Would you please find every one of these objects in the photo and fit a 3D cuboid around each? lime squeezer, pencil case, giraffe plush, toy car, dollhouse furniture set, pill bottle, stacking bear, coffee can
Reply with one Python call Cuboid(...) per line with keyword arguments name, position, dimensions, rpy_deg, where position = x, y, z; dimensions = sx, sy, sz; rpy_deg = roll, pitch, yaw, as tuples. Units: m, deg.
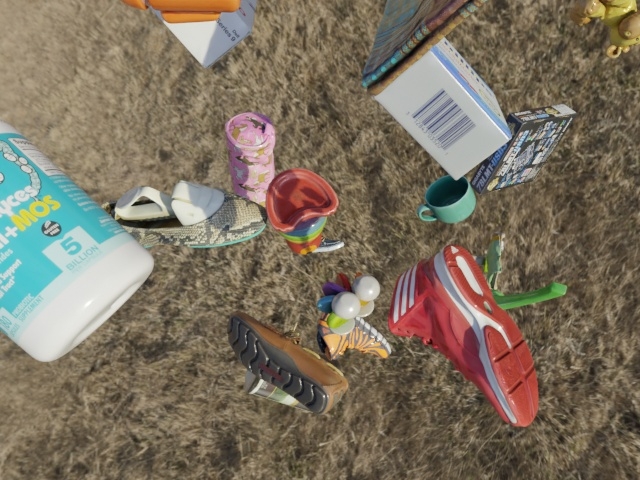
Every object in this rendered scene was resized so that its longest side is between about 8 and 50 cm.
Cuboid(name="lime squeezer", position=(0.291, 0.126, 0.721), dimensions=(0.110, 0.310, 0.058), rpy_deg=(4, 57, 17))
Cuboid(name="pencil case", position=(-0.239, -0.274, 1.631), dimensions=(0.167, 0.386, 0.160), rpy_deg=(-25, 65, -16))
Cuboid(name="giraffe plush", position=(0.760, -0.567, 1.165), dimensions=(0.181, 0.210, 0.170), rpy_deg=(-30, 91, 38))
Cuboid(name="toy car", position=(0.067, 0.156, 1.247), dimensions=(0.182, 0.159, 0.136), rpy_deg=(-38, 67, -26))
Cuboid(name="dollhouse furniture set", position=(0.256, 0.051, 0.744), dimensions=(0.059, 0.151, 0.076), rpy_deg=(8, 58, 18))
Cuboid(name="pill bottle", position=(-0.310, -0.018, 0.453), dimensions=(0.264, 0.146, 0.146), rpy_deg=(44, 93, -6))
Cuboid(name="stacking bear", position=(-0.054, -0.055, 1.260), dimensions=(0.176, 0.289, 0.164), rpy_deg=(-22, 67, -8))
Cuboid(name="coffee can", position=(-0.096, 0.468, 1.594), dimensions=(0.201, 0.276, 0.201), rpy_deg=(-53, 23, 34))

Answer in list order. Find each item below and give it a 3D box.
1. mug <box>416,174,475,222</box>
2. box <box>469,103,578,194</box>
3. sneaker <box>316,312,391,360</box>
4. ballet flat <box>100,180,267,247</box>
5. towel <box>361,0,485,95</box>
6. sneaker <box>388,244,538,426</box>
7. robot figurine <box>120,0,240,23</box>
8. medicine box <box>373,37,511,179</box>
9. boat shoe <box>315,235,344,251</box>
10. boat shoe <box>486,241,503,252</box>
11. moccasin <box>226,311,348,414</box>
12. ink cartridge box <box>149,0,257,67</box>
Cuboid(name="mug", position=(0.375, -0.113, 1.355), dimensions=(0.158, 0.097, 0.129), rpy_deg=(-5, 51, 37))
Cuboid(name="box", position=(0.683, -0.306, 1.558), dimensions=(0.294, 0.295, 0.073), rpy_deg=(-15, 52, -27))
Cuboid(name="sneaker", position=(0.101, 0.360, 1.617), dimensions=(0.180, 0.321, 0.125), rpy_deg=(-54, 22, -16))
Cuboid(name="ballet flat", position=(-0.381, -0.069, 1.181), dimensions=(0.484, 0.182, 0.163), rpy_deg=(-4, 48, 23))
Cuboid(name="towel", position=(0.168, -0.359, 0.529), dimensions=(0.271, 0.040, 0.369), rpy_deg=(-32, 32, 48))
Cuboid(name="sneaker", position=(0.169, 0.125, 0.575), dimensions=(0.128, 0.087, 0.221), rpy_deg=(-33, 74, 45))
Cuboid(name="robot figurine", position=(-0.170, -0.345, 0.549), dimensions=(0.220, 0.158, 0.128), rpy_deg=(-2, 101, -6))
Cuboid(name="medicine box", position=(0.266, -0.326, 1.030), dimensions=(0.149, 0.264, 0.289), rpy_deg=(-39, 22, 32))
Cuboid(name="boat shoe", position=(0.000, 0.000, 1.861), dimensions=(0.184, 0.065, 0.083), rpy_deg=(-8, 101, 16))
Cuboid(name="boat shoe", position=(0.597, 0.023, 1.565), dimensions=(0.035, 0.100, 0.035), rpy_deg=(15, 76, 6))
Cuboid(name="moccasin", position=(-0.096, 0.307, 1.245), dimensions=(0.380, 0.147, 0.139), rpy_deg=(23, 114, 25))
Cuboid(name="ink cartridge box", position=(-0.234, -0.496, 0.880), dimensions=(0.122, 0.211, 0.289), rpy_deg=(-30, 37, 21))
